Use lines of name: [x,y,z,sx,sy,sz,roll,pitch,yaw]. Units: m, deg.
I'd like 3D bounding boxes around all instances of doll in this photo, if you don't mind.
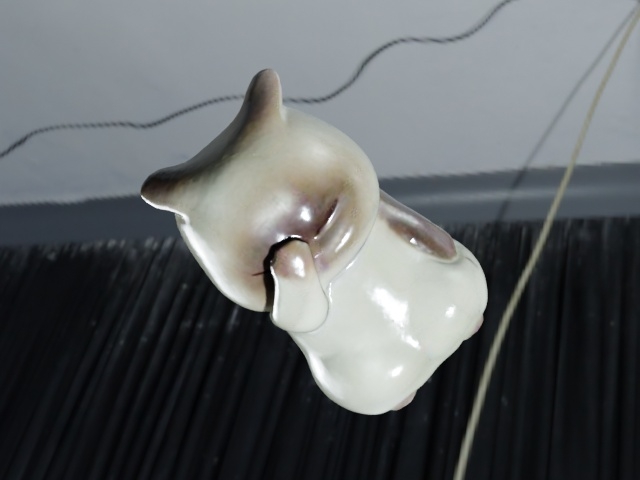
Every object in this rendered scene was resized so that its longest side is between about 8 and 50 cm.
doll: [0.016,0.023,1.189,0.215,0.226,0.370,-42,123,13]
